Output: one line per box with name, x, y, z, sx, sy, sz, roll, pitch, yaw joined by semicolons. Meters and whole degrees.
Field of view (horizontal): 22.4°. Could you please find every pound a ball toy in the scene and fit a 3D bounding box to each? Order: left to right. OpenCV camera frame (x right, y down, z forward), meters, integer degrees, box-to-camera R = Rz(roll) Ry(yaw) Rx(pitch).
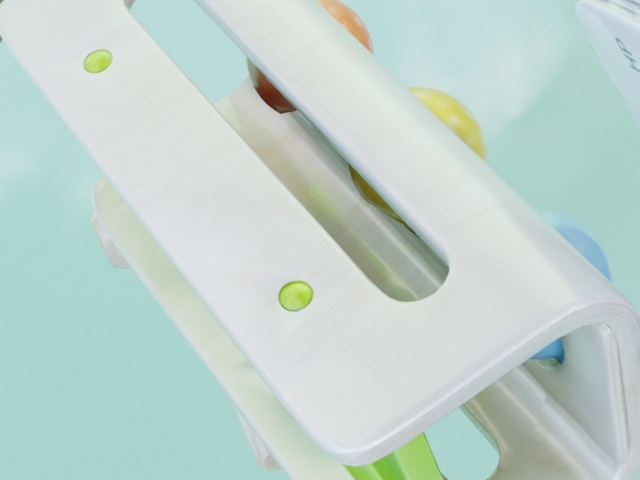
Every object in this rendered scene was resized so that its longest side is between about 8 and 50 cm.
pound a ball toy;0.000;0.000;0.657;0.135;0.208;0.319;-33;50;-10

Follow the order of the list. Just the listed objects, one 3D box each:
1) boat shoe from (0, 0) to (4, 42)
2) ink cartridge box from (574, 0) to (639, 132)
boat shoe;-0.235;-0.135;0.767;0.178;0.064;0.060;27;147;-19
ink cartridge box;0.330;-0.084;0.562;0.395;0.166;0.285;-38;121;-2
